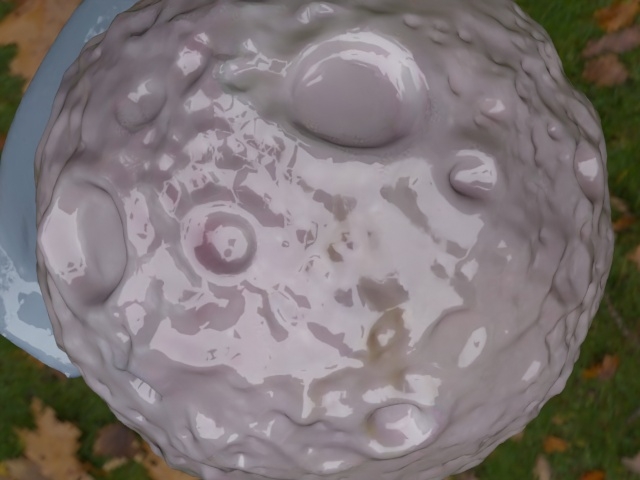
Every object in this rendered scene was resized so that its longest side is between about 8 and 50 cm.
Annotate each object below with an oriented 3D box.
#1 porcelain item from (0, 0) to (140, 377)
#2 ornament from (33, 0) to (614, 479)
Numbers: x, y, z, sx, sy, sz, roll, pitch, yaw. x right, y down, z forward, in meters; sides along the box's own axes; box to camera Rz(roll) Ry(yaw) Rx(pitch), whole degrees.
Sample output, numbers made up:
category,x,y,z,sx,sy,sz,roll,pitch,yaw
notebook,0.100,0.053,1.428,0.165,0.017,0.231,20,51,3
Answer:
category,x,y,z,sx,sy,sz,roll,pitch,yaw
porcelain item,-0.075,-0.094,1.080,0.178,0.242,0.405,42,115,8
ornament,0.000,0.000,0.702,0.260,0.259,0.225,-1,93,19
